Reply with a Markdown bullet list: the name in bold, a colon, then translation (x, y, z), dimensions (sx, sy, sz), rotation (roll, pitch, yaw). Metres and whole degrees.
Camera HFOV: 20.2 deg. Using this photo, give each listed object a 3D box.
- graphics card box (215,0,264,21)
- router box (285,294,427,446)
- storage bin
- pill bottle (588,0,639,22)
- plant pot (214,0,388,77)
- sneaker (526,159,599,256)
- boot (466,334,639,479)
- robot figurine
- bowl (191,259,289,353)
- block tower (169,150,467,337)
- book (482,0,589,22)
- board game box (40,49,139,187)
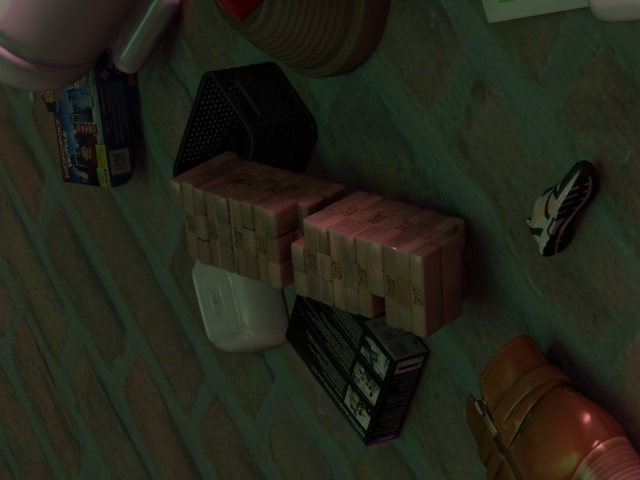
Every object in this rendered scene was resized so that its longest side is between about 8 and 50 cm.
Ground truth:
- **graphics card box**: translation (-0.105, -0.390, 1.776), dimensions (0.371, 0.233, 0.094), rotation (42, 174, 42)
- **router box**: translation (0.034, 0.109, 1.908), dimensions (0.179, 0.046, 0.133), rotation (52, 141, 35)
- **storage bin**: translation (-0.086, -0.096, 1.993), dimensions (0.122, 0.084, 0.180), rotation (57, 142, 30)
- **pill bottle**: translation (0.255, -0.298, 1.303), dimensions (0.153, 0.153, 0.265), rotation (2, 102, 58)
- **plant pot**: translation (-0.040, -0.278, 1.828), dimensions (0.237, 0.109, 0.237), rotation (25, 121, 52)
- **sneaker**: translation (0.209, -0.034, 1.581), dimensions (0.044, 0.040, 0.109), rotation (59, 144, 31)
- **boot**: translation (0.186, 0.247, 1.650), dimensions (0.220, 0.109, 0.283), rotation (53, 139, 32)
- **robot figurine**: translation (-0.314, -0.318, 2.114), dimensions (0.300, 0.200, 0.353), rotation (33, 120, -8)
- **bowl**: translation (-0.101, 0.065, 2.106), dimensions (0.142, 0.053, 0.142), rotation (-19, 84, 60)
- **block tower**: translation (0.000, 0.000, 1.803), dimensions (0.335, 0.091, 0.097), rotation (19, 124, 38)
- **book**: translation (0.190, -0.243, 1.549), dimensions (0.144, 0.035, 0.096), rotation (-2, 100, 56)
- **board game box**: translation (-0.304, -0.173, 2.337), dimensions (0.194, 0.060, 0.194), rotation (11, 110, 58)
